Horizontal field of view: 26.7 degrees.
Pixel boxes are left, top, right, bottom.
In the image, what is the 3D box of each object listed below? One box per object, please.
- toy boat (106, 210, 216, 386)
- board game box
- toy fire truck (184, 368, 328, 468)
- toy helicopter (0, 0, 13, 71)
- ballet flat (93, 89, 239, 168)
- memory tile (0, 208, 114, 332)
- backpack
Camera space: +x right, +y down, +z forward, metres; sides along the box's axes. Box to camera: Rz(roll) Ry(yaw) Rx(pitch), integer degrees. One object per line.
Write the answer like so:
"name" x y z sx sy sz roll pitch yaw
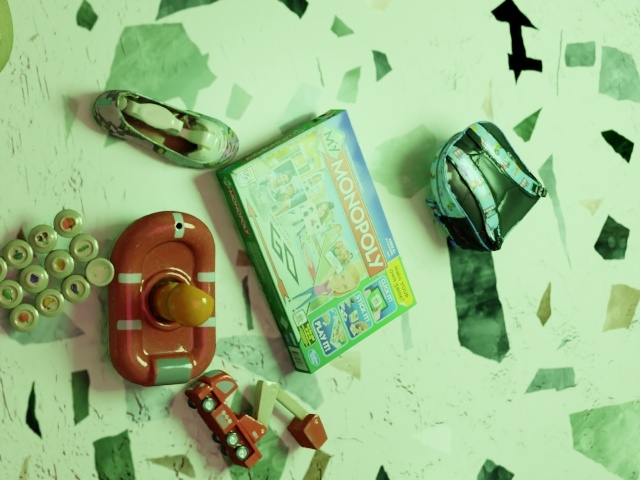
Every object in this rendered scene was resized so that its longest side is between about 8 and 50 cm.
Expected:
"toy boat" -0.189 0.077 1.744 0.151 0.151 0.231 -1 91 -33
"board game box" 0.000 0.000 1.919 0.213 0.046 0.317 -31 110 -28
"toy fire truck" -0.088 0.241 1.872 0.135 0.047 0.192 -41 111 -26
"toy helicopter" -0.456 -0.342 1.541 0.140 0.235 0.355 -21 85 -59
"ballet flat" -0.192 -0.146 1.783 0.221 0.079 0.077 19 82 -32
"memory tile" -0.345 0.039 1.696 0.148 0.012 0.113 -32 102 -11
"backpack" 0.232 -0.088 2.035 0.158 0.117 0.173 -47 114 -23
